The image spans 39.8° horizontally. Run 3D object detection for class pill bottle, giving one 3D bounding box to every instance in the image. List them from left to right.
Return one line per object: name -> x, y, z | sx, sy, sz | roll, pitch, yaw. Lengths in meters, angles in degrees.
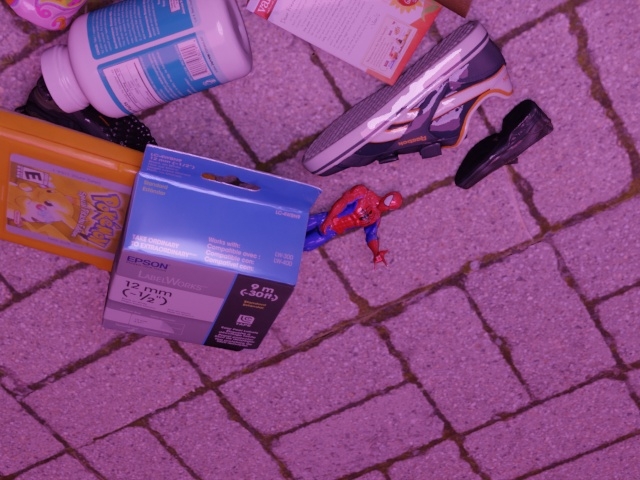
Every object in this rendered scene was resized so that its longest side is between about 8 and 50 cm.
pill bottle -> -0.235, -0.255, 1.193 | 0.264, 0.146, 0.146 | -16, 122, 8

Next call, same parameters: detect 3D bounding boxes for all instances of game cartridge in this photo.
game cartridge -> -0.346, -0.050, 1.336 | 0.324, 0.052, 0.285 | 18, 144, -10

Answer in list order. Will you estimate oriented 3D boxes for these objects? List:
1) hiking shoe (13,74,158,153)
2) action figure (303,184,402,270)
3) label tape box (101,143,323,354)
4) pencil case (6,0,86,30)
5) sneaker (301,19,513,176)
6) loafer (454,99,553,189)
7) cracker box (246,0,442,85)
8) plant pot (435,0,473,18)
hiking shoe -> -0.340, -0.152, 1.322 | 0.227, 0.086, 0.114 | 41, 133, -21
action figure -> 0.000, 0.000, 1.374 | 0.280, 0.139, 0.091 | -23, 121, 12
label tape box -> -0.167, 0.029, 1.283 | 0.249, 0.115, 0.347 | 13, 146, -14
pencil case -> -0.299, -0.402, 1.121 | 0.124, 0.124, 0.284 | 35, 117, -20
sneaker -> 0.127, -0.165, 1.263 | 0.321, 0.126, 0.127 | -34, 111, 19
loafer -> 0.274, -0.131, 1.323 | 0.061, 0.062, 0.170 | 34, 119, -25
cracker box -> 0.037, -0.333, 1.190 | 0.232, 0.067, 0.155 | 25, 120, -15
plant pot -> 0.108, -0.427, 1.056 | 0.254, 0.237, 0.237 | 24, 122, 4
